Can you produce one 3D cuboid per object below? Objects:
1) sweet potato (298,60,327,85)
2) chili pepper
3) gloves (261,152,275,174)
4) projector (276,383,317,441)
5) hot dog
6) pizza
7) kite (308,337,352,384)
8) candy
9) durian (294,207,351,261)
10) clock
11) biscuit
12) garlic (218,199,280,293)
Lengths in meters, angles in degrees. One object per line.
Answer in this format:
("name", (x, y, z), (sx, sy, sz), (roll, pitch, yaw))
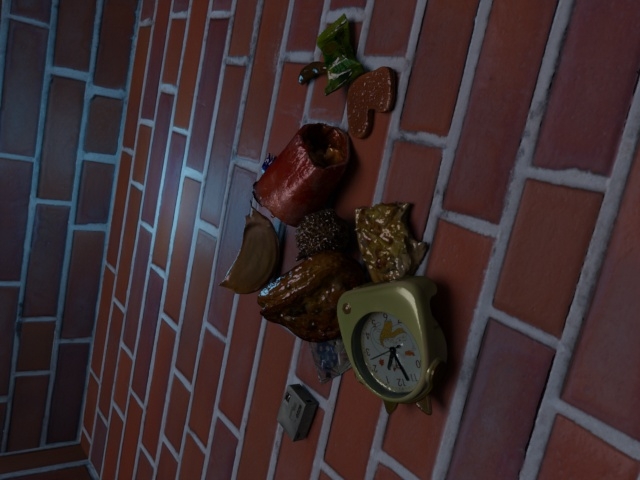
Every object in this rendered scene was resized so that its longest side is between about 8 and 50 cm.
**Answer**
("sweet potato", (-0.013, -0.565, 1.959), (0.182, 0.053, 0.054), (-4, 45, 49))
("chili pepper", (-0.059, -0.208, 1.846), (0.305, 0.229, 0.251), (-56, 15, 34))
("gloves", (-0.192, -0.280, 2.182), (0.086, 0.026, 0.064), (-52, 47, 36))
("projector", (-0.076, 0.562, 1.941), (0.115, 0.061, 0.147), (38, 116, 45))
("hot dog", (-0.033, 0.179, 1.765), (0.387, 0.267, 0.174), (-37, 26, 42))
("pizza", (0.182, 0.007, 1.641), (0.223, 0.089, 0.323), (-44, 55, 44))
("kite", (0.032, 0.311, 1.864), (0.335, 0.011, 0.314), (28, 110, 49))
("candy", (0.058, -0.577, 1.842), (0.149, 0.069, 0.246), (-27, 65, 35))
("durian", (0.000, 0.000, 1.776), (0.167, 0.196, 0.196), (46, 122, 40))
("clock", (0.197, 0.275, 1.532), (0.286, 0.117, 0.348), (-15, 88, 45))
("biscuit", (0.151, -0.403, 1.748), (0.192, 0.036, 0.186), (-9, 83, 51))
("garlic", (-0.224, 0.034, 2.075), (0.151, 0.196, 0.338), (29, 102, 35))
